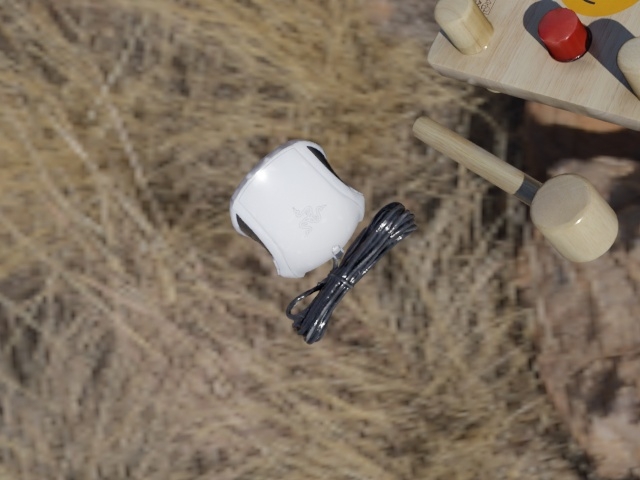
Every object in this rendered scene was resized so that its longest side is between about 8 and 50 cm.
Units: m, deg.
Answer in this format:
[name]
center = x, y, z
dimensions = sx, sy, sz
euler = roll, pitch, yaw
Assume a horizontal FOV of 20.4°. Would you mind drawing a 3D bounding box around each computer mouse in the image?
[computer mouse]
center = 0.000, 0.000, 1.051
dimensions = 0.106, 0.193, 0.042
euler = -44, 67, 1

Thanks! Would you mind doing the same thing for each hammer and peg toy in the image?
[hammer and peg toy]
center = 0.216, -0.182, 1.514
dimensions = 0.266, 0.127, 0.361
euler = 21, 77, 36
